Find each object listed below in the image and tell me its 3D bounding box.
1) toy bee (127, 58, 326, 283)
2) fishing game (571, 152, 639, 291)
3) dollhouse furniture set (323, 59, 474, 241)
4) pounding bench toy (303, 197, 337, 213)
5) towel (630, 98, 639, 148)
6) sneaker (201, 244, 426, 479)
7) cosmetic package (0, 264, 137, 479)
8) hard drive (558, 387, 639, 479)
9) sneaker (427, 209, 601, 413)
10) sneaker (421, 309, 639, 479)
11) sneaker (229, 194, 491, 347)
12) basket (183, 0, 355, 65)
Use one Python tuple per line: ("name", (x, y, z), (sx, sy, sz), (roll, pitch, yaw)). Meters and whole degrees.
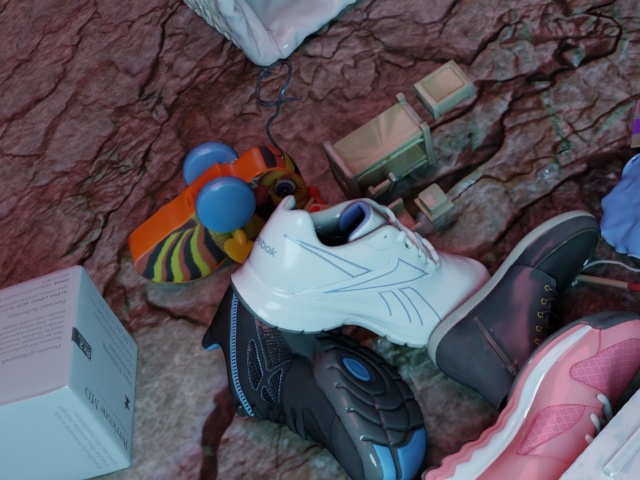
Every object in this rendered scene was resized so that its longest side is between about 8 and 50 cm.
("toy bee", (-0.079, -0.044, 1.679), (0.298, 0.162, 0.195), (-33, 42, 35))
("fishing game", (0.368, -0.048, 1.468), (0.264, 0.041, 0.189), (-54, 28, -15))
("dollhouse furniture set", (0.127, -0.081, 1.648), (0.182, 0.101, 0.161), (-33, 65, -6))
("pounding bench toy", (0.000, 0.000, 1.638), (0.065, 0.052, 0.083), (8, 52, 35))
("towel", (0.379, -0.133, 1.595), (0.060, 0.009, 0.083), (-3, 47, 26))
("sneaker", (-0.009, 0.152, 1.465), (0.139, 0.125, 0.341), (-52, 41, 15))
("cosmetic package", (-0.302, 0.156, 1.572), (0.151, 0.151, 0.183), (-18, 43, 12))
("hard drive", (0.324, 0.281, 1.106), (0.237, 0.064, 0.339), (-44, 53, -15))
("sneaker", (0.223, 0.075, 1.425), (0.222, 0.083, 0.118), (-45, 47, -5))
("sneaker", (0.212, 0.203, 1.288), (0.314, 0.116, 0.136), (-46, 53, -10))
("sneaker", (0.061, 0.027, 1.428), (0.111, 0.297, 0.129), (52, 127, 44))
("basket", (-0.083, -0.482, 1.981), (0.331, 0.328, 0.266), (-39, 37, -11))
